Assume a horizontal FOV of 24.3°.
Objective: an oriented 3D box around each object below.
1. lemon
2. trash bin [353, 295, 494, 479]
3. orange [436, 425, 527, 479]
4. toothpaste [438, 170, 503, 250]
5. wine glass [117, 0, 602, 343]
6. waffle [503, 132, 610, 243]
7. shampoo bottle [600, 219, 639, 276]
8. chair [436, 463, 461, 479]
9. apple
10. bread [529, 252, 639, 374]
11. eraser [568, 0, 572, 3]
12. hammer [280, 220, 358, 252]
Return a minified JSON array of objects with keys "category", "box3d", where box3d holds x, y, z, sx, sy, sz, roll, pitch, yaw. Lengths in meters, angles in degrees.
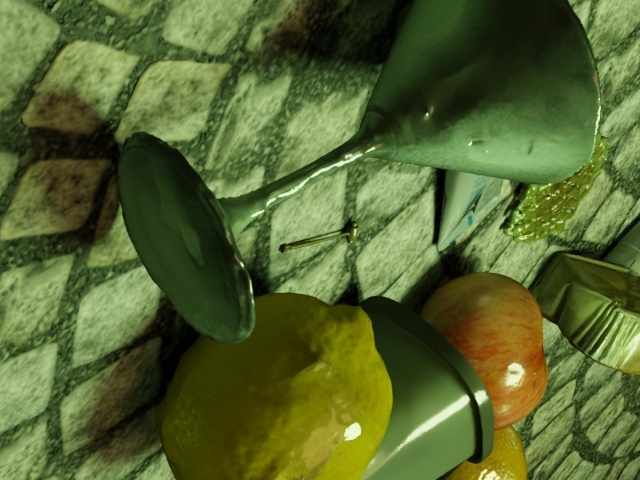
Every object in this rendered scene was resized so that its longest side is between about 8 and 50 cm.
[{"category":"lemon","box3d":[-0.046,0.180,1.584,0.288,0.233,0.233,-52,153,11]},{"category":"trash bin","box3d":[0.044,0.227,1.794,0.250,0.219,0.220,-34,146,-17]},{"category":"orange","box3d":[0.198,0.340,2.151,0.170,0.224,0.224,27,104,-20]},{"category":"toothpaste","box3d":[0.188,-0.095,1.783,0.114,0.073,0.299,-41,158,-20]},{"category":"wine glass","box3d":[0.033,-0.083,1.375,0.406,0.267,0.267,-32,147,-26]},{"category":"waffle","box3d":[0.324,-0.072,2.034,0.169,0.036,0.183,-6,128,-51]},{"category":"shampoo bottle","box3d":[0.543,-0.001,2.386,0.303,0.092,0.092,-44,151,-13]},{"category":"chair","box3d":[0.055,0.340,2.009,0.247,0.172,0.158,-61,153,4]},{"category":"apple","box3d":[0.215,0.142,1.950,0.164,0.209,0.209,-11,151,9]},{"category":"bread","box3d":[0.434,0.117,2.218,0.210,0.192,0.110,10,114,-41]},{"category":"eraser","box3d":[0.235,-0.287,1.627,0.029,0.052,0.122,-58,152,12]},{"category":"hammer","box3d":[0.000,0.000,1.663,0.123,0.014,0.029,-15,127,-47]}]
